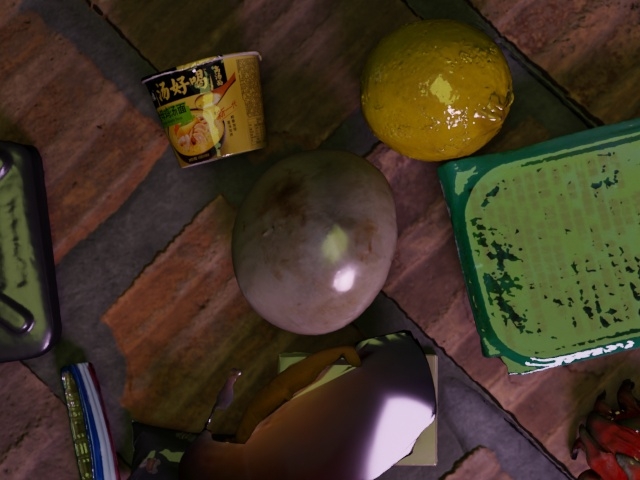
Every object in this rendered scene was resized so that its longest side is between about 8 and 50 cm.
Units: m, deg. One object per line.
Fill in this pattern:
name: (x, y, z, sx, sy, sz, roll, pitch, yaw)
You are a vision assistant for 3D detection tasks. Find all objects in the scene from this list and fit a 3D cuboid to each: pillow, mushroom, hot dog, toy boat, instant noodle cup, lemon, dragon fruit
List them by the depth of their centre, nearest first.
dragon fruit: (0.369, 0.246, 1.397, 0.142, 0.130, 0.121, 18, 129, 21)
lemon: (0.139, -0.177, 1.409, 0.206, 0.173, 0.174, 24, 88, 38)
hot dog: (-0.021, 0.214, 1.413, 0.326, 0.107, 0.194, -18, 97, 3)
mushroom: (0.000, 0.000, 1.418, 0.226, 0.178, 0.227, -10, 75, 45)
instant noodle cup: (-0.132, -0.159, 1.460, 0.151, 0.151, 0.122, -13, 97, 4)
pillow: (-0.168, 0.277, 1.472, 0.150, 0.048, 0.090, 6, 96, 2)
toy boat: (-0.281, 0.264, 1.477, 0.045, 0.080, 0.229, -10, 84, -31)

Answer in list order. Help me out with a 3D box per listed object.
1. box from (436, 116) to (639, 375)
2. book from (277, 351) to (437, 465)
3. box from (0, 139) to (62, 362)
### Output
box: (0.331, 0.001, 1.420, 0.336, 0.106, 0.264, -13, 86, 3)
book: (0.046, 0.209, 1.473, 0.198, 0.016, 0.139, 0, 86, 5)
box: (-0.484, 0.025, 1.504, 0.289, 0.073, 0.289, -8, 85, 5)
